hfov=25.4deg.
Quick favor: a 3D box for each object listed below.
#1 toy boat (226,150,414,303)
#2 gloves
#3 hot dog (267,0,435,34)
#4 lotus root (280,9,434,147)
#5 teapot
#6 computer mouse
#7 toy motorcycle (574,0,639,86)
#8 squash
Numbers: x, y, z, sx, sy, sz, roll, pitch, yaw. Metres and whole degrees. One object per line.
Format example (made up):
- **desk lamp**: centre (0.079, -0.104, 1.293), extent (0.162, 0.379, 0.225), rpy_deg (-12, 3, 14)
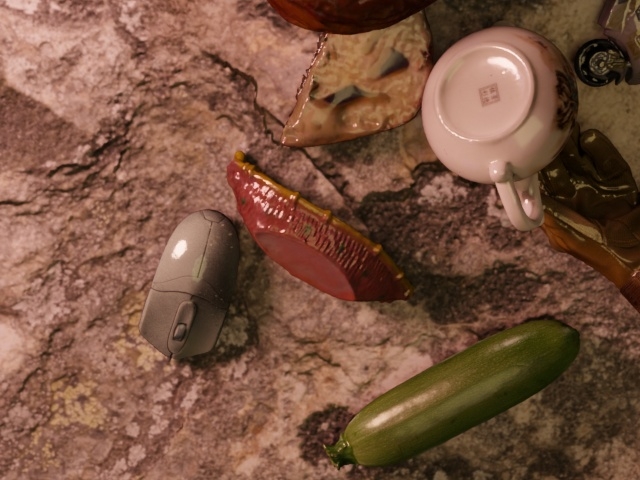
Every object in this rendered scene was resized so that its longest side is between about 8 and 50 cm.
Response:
- **toy boat**: centre (-0.004, 0.004, 1.919), extent (0.318, 0.099, 0.141), rpy_deg (37, 140, -13)
- **gloves**: centre (0.370, -0.041, 1.909), extent (0.154, 0.141, 0.331), rpy_deg (-45, 83, 8)
- **hot dog**: centre (0.082, -0.422, 1.732), extent (0.388, 0.174, 0.267), rpy_deg (-36, 81, 9)
- **lotus root**: centre (0.064, -0.227, 1.872), extent (0.170, 0.074, 0.260), rpy_deg (16, 104, -12)
- **teapot**: centre (0.232, -0.159, 1.815), extent (0.204, 0.139, 0.298), rpy_deg (-8, 76, 23)
- **computer mouse**: centre (-0.177, 0.069, 1.931), extent (0.113, 0.068, 0.229), rpy_deg (15, 103, -7)
- **toy motorcycle**: centre (0.446, -0.287, 1.889), extent (0.152, 0.073, 0.225), rpy_deg (26, 103, -13)
- **squash**: centre (0.186, 0.218, 1.986), extent (0.395, 0.107, 0.107), rpy_deg (-27, 106, 3)
